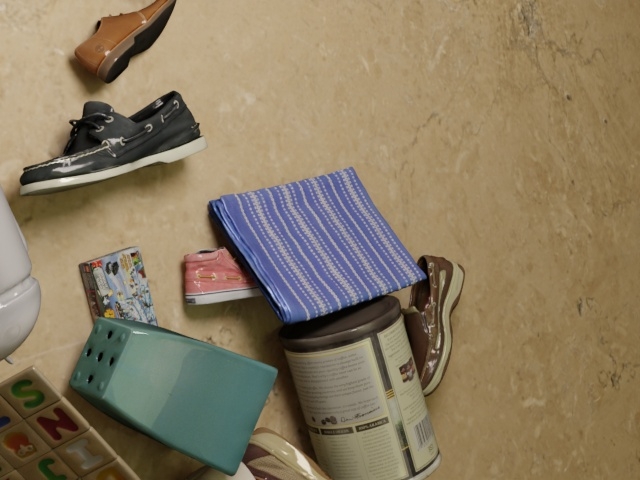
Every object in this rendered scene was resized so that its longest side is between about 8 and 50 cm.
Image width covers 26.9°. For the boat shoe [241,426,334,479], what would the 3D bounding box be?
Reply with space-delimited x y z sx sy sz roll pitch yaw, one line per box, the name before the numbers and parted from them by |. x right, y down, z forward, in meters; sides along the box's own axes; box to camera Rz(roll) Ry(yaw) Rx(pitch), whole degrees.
boat shoe | -0.004 0.428 2.027 0.123 0.342 0.123 -44 161 -29

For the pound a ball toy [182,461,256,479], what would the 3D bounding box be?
pound a ball toy | -0.222 0.408 1.874 0.208 0.136 0.319 57 40 -4

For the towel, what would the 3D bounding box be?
towel | 0.000 0.000 2.142 0.336 0.040 0.243 -16 65 -44

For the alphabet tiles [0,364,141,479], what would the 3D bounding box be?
alphabet tiles | -0.403 0.296 1.668 0.342 0.285 0.011 54 14 -29

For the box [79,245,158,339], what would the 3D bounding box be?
box | -0.291 0.086 1.939 0.094 0.027 0.137 -20 101 -44

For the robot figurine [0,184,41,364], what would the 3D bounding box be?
robot figurine | -0.470 0.016 1.649 0.300 0.200 0.353 -38 113 -57

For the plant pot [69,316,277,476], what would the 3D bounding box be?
plant pot | -0.221 0.203 1.891 0.234 0.166 0.165 29 79 -36

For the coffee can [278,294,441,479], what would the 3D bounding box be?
coffee can | 0.065 0.250 2.154 0.201 0.201 0.275 -26 105 -43

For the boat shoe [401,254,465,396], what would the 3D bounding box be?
boat shoe | 0.178 0.146 2.364 0.095 0.095 0.257 26 63 -26

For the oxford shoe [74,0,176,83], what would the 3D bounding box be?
oxford shoe | -0.282 -0.313 1.957 0.076 0.076 0.212 33 43 7

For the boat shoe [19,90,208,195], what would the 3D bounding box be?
boat shoe | -0.297 -0.145 1.884 0.340 0.127 0.113 -22 101 -45

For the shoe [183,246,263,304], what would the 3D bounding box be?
shoe | -0.136 0.049 2.070 0.178 0.063 0.081 -8 95 -41
